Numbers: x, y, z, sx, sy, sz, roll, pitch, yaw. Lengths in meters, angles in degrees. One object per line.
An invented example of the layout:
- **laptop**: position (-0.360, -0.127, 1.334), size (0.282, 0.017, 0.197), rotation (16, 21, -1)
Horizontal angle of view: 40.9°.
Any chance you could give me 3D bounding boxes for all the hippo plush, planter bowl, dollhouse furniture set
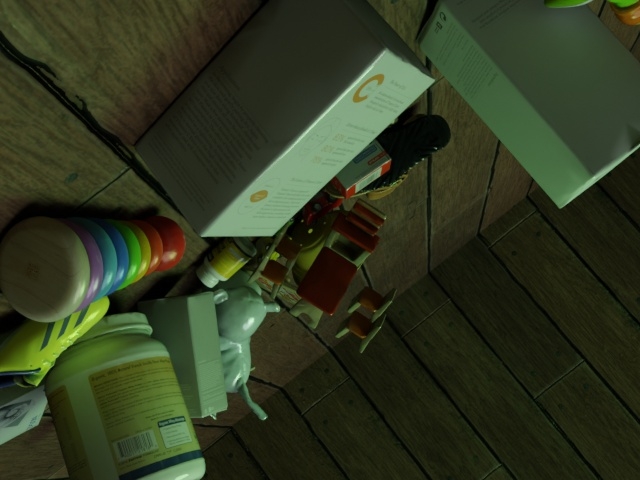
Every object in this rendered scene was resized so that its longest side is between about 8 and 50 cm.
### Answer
- **hippo plush**: position (-0.223, 0.184, 1.786), size (0.235, 0.294, 0.236), rotation (6, 121, -20)
- **planter bowl**: position (0.000, 0.000, 1.884), size (0.217, 0.217, 0.090), rotation (-40, 127, 7)
- **dollhouse furniture set**: position (0.032, 0.045, 1.682), size (0.135, 0.262, 0.259), rotation (-56, -177, 43)

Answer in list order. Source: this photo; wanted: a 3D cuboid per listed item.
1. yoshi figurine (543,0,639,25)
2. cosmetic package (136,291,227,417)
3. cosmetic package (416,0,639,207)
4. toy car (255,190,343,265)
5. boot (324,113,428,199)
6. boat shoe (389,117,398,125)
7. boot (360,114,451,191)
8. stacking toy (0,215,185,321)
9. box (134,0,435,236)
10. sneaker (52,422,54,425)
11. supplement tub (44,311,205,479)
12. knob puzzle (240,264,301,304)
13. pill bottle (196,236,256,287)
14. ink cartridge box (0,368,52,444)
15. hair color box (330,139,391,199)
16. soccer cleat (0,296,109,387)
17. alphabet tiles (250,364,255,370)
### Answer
- **yoshi figurine**: position (0.397, -0.471, 1.250), size (0.362, 0.202, 0.204), rotation (15, 174, -40)
- **cosmetic package**: position (-0.270, 0.223, 1.675), size (0.127, 0.237, 0.107), rotation (-5, 178, 26)
- **cosmetic package**: position (0.373, -0.274, 1.428), size (0.217, 0.385, 0.156), rotation (-34, 172, -17)
- **toy car**: position (-0.076, -0.040, 1.748), size (0.239, 0.053, 0.225), rotation (-42, 165, 10)
- **boot**: position (0.110, -0.144, 1.820), size (0.283, 0.109, 0.220), rotation (-41, 171, -20)
- **boat shoe**: position (0.082, -0.252, 1.464), size (0.095, 0.095, 0.257), rotation (-4, 175, 6)
- **boot**: position (0.098, -0.151, 1.587), size (0.247, 0.094, 0.207), rotation (-28, -174, -21)
- **stacking toy**: position (-0.311, 0.019, 1.257), size (0.141, 0.141, 0.330), rotation (-44, 171, 21)
- **box**: position (-0.045, -0.177, 1.180), size (0.345, 0.168, 0.215), rotation (-43, 165, 18)
- **sneaker**: position (-0.453, 0.384, 1.900), size (0.292, 0.169, 0.108), rotation (-46, 162, 21)
- **supplement tub**: position (-0.357, 0.309, 1.531), size (0.228, 0.316, 0.228), rotation (-20, 165, -5)
- **knob puzzle**: position (-0.096, 0.091, 1.862), size (0.030, 0.213, 0.213), rotation (-62, 169, -12)
- **pill bottle**: position (-0.188, 0.039, 1.690), size (0.116, 0.065, 0.065), rotation (-42, 165, 11)
- **ink cartridge box**: position (-0.619, 0.340, 1.608), size (0.224, 0.045, 0.223), rotation (-26, 161, -39)
- **hair color box**: position (0.028, -0.162, 1.397), size (0.093, 0.167, 0.053), rotation (-36, 166, -10)
- **soccer cleat**: position (-0.450, 0.173, 1.352), size (0.289, 0.121, 0.093), rotation (-28, 155, -36)
- **alphabet tiles**: position (-0.290, 0.263, 1.878), size (0.237, 0.198, 0.009), rotation (-19, 135, -52)
